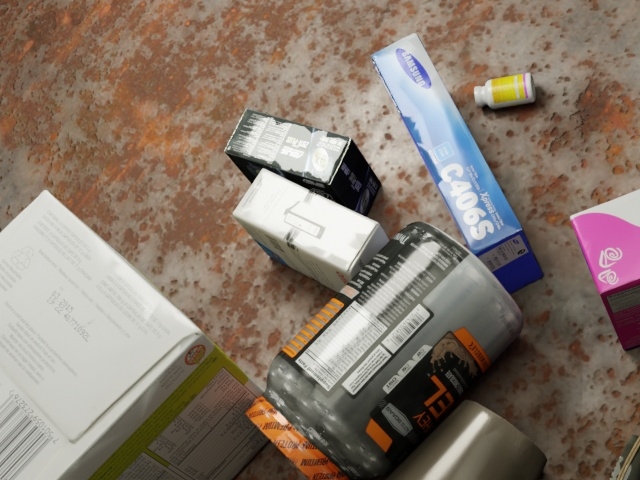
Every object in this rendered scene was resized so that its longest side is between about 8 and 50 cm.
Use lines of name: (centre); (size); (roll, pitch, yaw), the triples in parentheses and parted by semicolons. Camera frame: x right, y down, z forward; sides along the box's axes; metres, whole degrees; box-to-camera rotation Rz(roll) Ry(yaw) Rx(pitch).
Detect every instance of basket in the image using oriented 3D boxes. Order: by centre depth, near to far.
basket: (0.163, 0.323, 1.520); (0.204, 0.154, 0.227); (30, 76, 38)

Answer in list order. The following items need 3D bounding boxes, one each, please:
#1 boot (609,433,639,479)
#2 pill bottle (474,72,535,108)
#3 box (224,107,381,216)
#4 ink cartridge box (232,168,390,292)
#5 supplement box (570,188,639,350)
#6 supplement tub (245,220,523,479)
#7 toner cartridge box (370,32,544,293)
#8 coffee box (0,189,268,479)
boot: (0.400, 0.342, 1.471); (0.137, 0.077, 0.197); (16, 86, 21)
pill bottle: (0.265, -0.213, 1.782); (0.083, 0.043, 0.043); (-8, 64, 17)
box: (-0.023, -0.104, 1.782); (0.180, 0.147, 0.077); (19, 74, 26)
ink cartridge box: (0.000, 0.000, 1.725); (0.203, 0.148, 0.086); (26, 76, 27)
supplement box: (0.391, 0.037, 1.518); (0.114, 0.220, 0.111); (-21, 61, 11)
supplement tub: (0.078, 0.156, 1.581); (0.338, 0.207, 0.207); (-45, 60, -7)
toner cartridge box: (0.186, -0.103, 1.693); (0.075, 0.165, 0.347); (-27, 61, 6)
coffee box: (-0.310, 0.206, 1.641); (0.338, 0.334, 0.338); (-47, 59, -6)
